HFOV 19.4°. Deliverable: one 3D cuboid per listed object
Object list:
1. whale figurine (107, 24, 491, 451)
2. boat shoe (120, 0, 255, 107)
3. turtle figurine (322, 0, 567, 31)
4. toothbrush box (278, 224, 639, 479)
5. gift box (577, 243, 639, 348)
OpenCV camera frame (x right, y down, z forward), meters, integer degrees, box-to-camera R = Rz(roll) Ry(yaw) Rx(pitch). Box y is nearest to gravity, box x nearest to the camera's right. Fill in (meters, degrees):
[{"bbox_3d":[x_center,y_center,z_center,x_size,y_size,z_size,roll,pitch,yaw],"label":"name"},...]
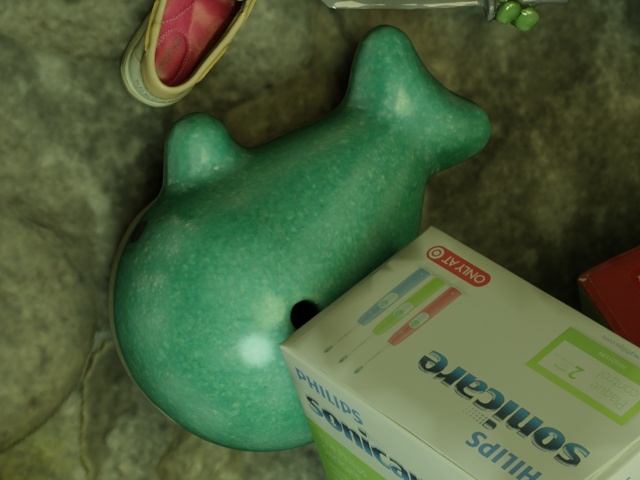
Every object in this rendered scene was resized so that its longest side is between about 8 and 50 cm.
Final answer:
[{"bbox_3d":[0.000,0.000,1.104,0.216,0.141,0.272,43,80,-16],"label":"whale figurine"},{"bbox_3d":[-0.060,-0.156,1.115,0.063,0.059,0.170,26,85,-19],"label":"boat shoe"},{"bbox_3d":[0.143,-0.189,1.088,0.275,0.266,0.197,-19,133,-46],"label":"turtle figurine"},{"bbox_3d":[0.115,0.163,1.041,0.122,0.206,0.283,-38,134,-20],"label":"toothbrush box"},{"bbox_3d":[0.330,0.123,1.120,0.276,0.255,0.258,-20,141,-3],"label":"gift box"}]
